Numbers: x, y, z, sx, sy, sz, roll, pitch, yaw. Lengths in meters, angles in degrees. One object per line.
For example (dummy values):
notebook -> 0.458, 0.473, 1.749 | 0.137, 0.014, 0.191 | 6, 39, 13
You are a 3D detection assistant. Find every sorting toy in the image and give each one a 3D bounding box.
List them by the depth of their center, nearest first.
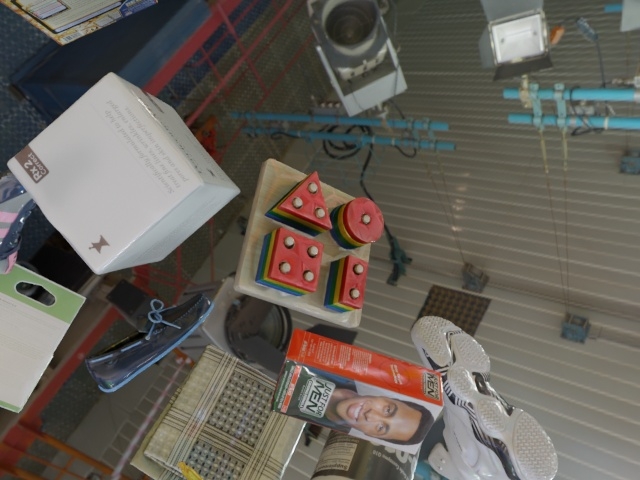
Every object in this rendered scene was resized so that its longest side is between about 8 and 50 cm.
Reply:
sorting toy -> 0.000, 0.000, 0.971 | 0.089, 0.257, 0.255 | -23, -129, 53

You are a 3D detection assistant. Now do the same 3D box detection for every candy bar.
candy bar -> -0.236, 0.514, 1.096 | 0.040, 0.161, 0.018 | -33, -169, 46

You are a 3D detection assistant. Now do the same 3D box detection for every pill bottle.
pill bottle -> 0.090, 0.508, 1.136 | 0.204, 0.204, 0.361 | -3, -147, 26

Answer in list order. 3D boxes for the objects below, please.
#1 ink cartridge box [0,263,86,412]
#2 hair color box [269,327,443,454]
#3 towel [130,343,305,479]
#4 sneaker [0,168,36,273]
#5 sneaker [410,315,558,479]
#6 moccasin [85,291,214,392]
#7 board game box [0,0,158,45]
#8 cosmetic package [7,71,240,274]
ink cartridge box -> -0.578, 0.175, 0.990 | 0.056, 0.171, 0.235 | -18, -136, 57
hair color box -> 0.032, 0.138, 0.485 | 0.141, 0.072, 0.043 | 16, -148, -1
towel -> -0.212, 0.444, 1.218 | 0.324, 0.312, 0.056 | -60, -173, -27
sneaker -> -0.515, -0.024, 0.859 | 0.319, 0.131, 0.112 | -33, -157, 7
sneaker -> 0.272, 0.341, 1.063 | 0.137, 0.210, 0.365 | -17, -119, -43
moccasin -> -0.428, 0.235, 1.333 | 0.342, 0.116, 0.138 | -39, -166, -16
board game box -> -0.288, -0.307, 0.636 | 0.147, 0.045, 0.193 | -26, -172, -4
cosmetic package -> -0.213, -0.071, 0.624 | 0.151, 0.151, 0.184 | -40, 180, 4
